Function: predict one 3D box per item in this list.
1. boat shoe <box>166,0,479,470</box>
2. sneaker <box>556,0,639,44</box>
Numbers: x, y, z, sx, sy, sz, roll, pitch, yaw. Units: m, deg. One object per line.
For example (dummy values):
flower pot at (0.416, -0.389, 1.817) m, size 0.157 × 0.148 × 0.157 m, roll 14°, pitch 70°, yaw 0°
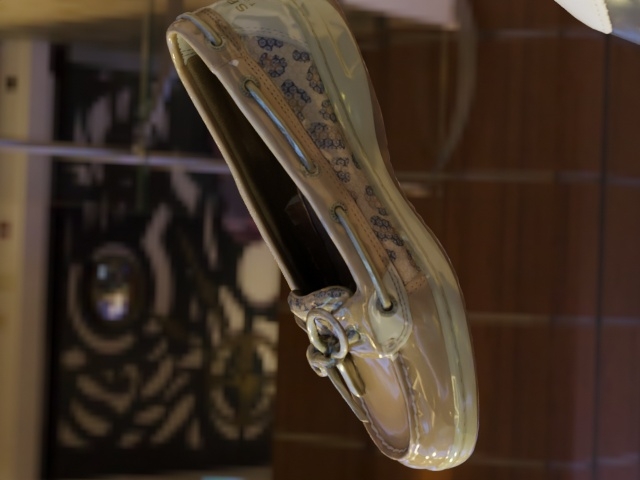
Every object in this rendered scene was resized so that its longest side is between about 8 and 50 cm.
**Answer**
boat shoe at (0.000, 0.000, 1.024) m, size 0.089 × 0.285 × 0.104 m, roll -22°, pitch 179°, yaw -29°
sneaker at (0.076, -0.158, 0.381) m, size 0.153 × 0.235 × 0.094 m, roll 16°, pitch -160°, yaw -12°
